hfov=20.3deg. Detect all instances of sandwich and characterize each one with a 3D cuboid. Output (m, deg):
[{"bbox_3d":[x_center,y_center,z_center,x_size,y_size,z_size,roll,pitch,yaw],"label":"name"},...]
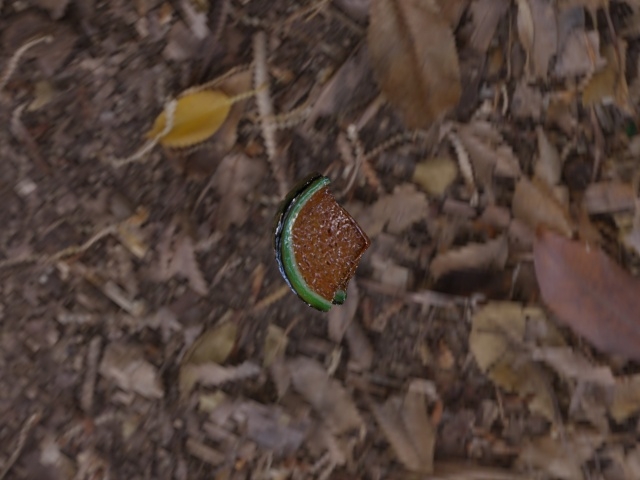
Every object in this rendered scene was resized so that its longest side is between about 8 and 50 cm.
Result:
[{"bbox_3d":[-0.002,0.004,1.333,0.069,0.026,0.101,-34,111,0],"label":"sandwich"}]
